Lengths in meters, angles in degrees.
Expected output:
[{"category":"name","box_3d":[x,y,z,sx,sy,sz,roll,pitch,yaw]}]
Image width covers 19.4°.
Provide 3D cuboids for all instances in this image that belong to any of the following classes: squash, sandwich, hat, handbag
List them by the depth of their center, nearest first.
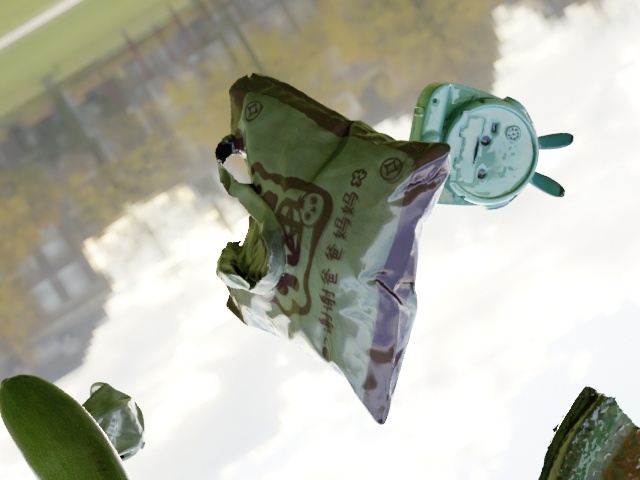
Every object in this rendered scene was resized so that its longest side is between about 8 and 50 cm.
[{"category":"handbag","box_3d":[0.000,0.000,1.408,0.127,0.213,0.235,-7,-158,-38]},{"category":"squash","box_3d":[-0.176,0.206,1.463,0.069,0.258,0.069,-28,158,-13]},{"category":"sandwich","box_3d":[0.255,0.256,1.641,0.079,0.159,0.235,88,25,-78]},{"category":"hat","box_3d":[-0.241,0.215,1.996,0.122,0.081,0.166,-60,-167,-16]}]

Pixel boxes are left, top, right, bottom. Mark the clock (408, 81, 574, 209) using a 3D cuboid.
[{"category":"clock","box_3d":[0.139,-0.074,1.549,0.135,0.101,0.041,8,-175,-13]}]
